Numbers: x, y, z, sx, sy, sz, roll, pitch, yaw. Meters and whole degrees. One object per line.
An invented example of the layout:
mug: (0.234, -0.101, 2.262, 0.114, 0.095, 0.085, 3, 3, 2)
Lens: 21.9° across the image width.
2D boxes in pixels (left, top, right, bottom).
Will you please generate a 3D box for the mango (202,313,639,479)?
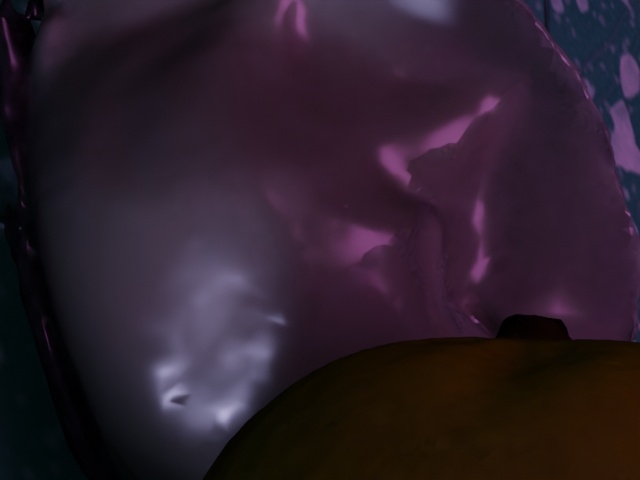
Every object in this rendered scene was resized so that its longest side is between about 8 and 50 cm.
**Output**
mango: (0.049, 0.239, 0.510, 0.301, 0.221, 0.445, -48, 143, -68)

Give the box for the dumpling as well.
dumpling: (-0.015, 0.005, 0.603, 0.163, 0.205, 0.292, -24, 107, -44)
